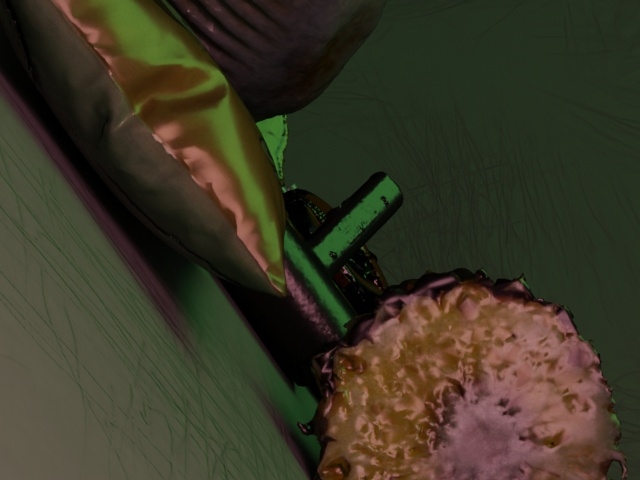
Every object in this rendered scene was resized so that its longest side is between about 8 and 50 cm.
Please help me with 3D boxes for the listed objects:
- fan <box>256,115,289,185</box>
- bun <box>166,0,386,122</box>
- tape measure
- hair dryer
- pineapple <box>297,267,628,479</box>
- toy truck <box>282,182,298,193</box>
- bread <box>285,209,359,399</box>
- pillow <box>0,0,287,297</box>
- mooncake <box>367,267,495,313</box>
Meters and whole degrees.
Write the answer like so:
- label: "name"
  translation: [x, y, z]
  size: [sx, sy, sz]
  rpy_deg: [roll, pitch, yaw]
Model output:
- label: "fan"
  translation: [-0.157, -0.175, 1.259]
  size: [0.335, 0.011, 0.229]
  rpy_deg: [44, 41, -2]
- label: "bun"
  translation: [-0.097, -0.271, 1.075]
  size: [0.362, 0.362, 0.211]
  rpy_deg: [55, 43, -4]
- label: "tape measure"
  translation: [0.001, 0.040, 1.505]
  size: [0.223, 0.135, 0.202]
  rpy_deg: [49, 13, -26]
- label: "hair dryer"
  translation: [0.000, 0.000, 1.219]
  size: [0.197, 0.089, 0.251]
  rpy_deg: [53, 46, -3]
- label: "pineapple"
  translation: [0.104, 0.170, 1.045]
  size: [0.262, 0.262, 0.271]
  rpy_deg: [56, -9, 9]
- label: "toy truck"
  translation: [-0.063, -0.025, 1.761]
  size: [0.083, 0.092, 0.192]
  rpy_deg: [55, 10, 1]
- label: "bread"
  translation: [-0.024, 0.058, 1.280]
  size: [0.087, 0.098, 0.269]
  rpy_deg: [-25, -78, 49]
- label: "pillow"
  translation: [-0.127, -0.100, 0.906]
  size: [0.312, 0.119, 0.310]
  rpy_deg: [54, -3, -10]
- label: "mooncake"
  translation: [0.131, 0.148, 1.343]
  size: [0.228, 0.124, 0.228]
  rpy_deg: [24, -63, 59]
